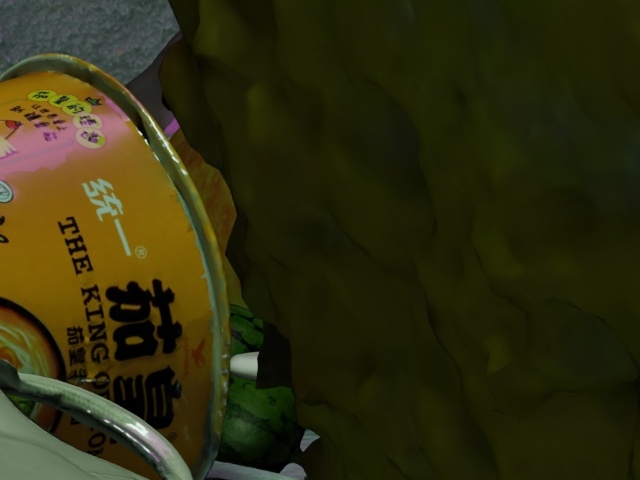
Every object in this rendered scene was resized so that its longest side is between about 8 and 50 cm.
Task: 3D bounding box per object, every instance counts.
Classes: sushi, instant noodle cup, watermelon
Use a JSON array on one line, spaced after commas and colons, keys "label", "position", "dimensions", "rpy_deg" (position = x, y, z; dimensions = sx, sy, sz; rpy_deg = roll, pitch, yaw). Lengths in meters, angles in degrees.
[{"label": "sushi", "position": [0.159, -0.061, 0.448], "dimensions": [0.351, 0.397, 0.240], "rpy_deg": [-25, 12, -29]}, {"label": "instant noodle cup", "position": [-0.165, 0.039, 0.824], "dimensions": [0.172, 0.216, 0.215], "rpy_deg": [-14, 9, -39]}, {"label": "watermelon", "position": [-0.049, 0.081, 0.971], "dimensions": [0.109, 0.109, 0.109], "rpy_deg": [-1, 1, 0]}]

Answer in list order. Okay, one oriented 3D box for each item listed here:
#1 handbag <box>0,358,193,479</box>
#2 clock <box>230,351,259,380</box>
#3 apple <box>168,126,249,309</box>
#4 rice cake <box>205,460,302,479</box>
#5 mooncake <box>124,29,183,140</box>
[{"label": "handbag", "position": [-0.128, 0.056, 0.595], "dimensions": [0.241, 0.109, 0.315], "rpy_deg": [36, 21, 25]}, {"label": "clock", "position": [0.122, 0.066, 0.920], "dimensions": [0.324, 0.109, 0.265], "rpy_deg": [-4, 8, -37]}, {"label": "apple", "position": [0.000, 0.000, 1.340], "dimensions": [0.264, 0.264, 0.264], "rpy_deg": [-1, 1, 0]}, {"label": "rice cake", "position": [-0.043, 0.113, 0.861], "dimensions": [0.033, 0.033, 0.207], "rpy_deg": [0, 1, -37]}, {"label": "mooncake", "position": [-0.049, -0.026, 1.549], "dimensions": [0.306, 0.306, 0.154], "rpy_deg": [-2, 21, -19]}]
